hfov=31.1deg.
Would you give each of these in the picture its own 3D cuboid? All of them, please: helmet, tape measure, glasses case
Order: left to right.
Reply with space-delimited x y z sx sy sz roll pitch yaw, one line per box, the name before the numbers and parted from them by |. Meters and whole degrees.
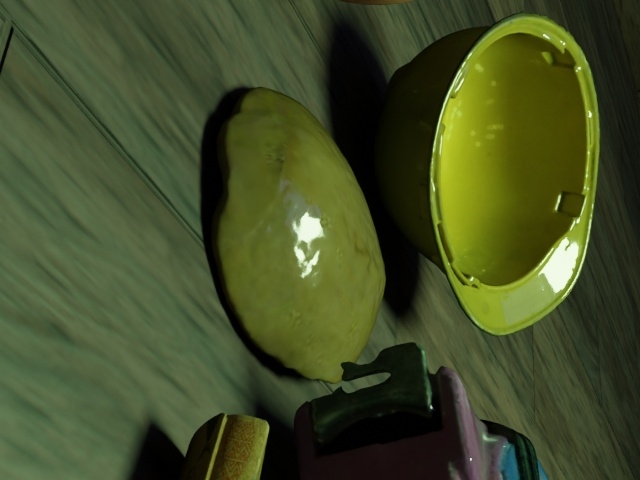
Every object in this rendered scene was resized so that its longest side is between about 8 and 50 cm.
glasses case | -0.061 0.161 0.516 0.170 0.041 0.064 -75 178 -46
tape measure | 0.077 0.212 0.701 0.231 0.149 0.245 51 28 -54
helmet | 0.118 -0.064 0.948 0.205 0.140 0.257 -25 120 -35

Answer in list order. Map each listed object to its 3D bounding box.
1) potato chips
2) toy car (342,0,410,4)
potato chips | 0.000 -0.001 0.730 0.195 0.062 0.208 -66 139 -58
toy car | 0.038 -0.273 0.763 0.212 0.181 0.270 -50 141 -35
